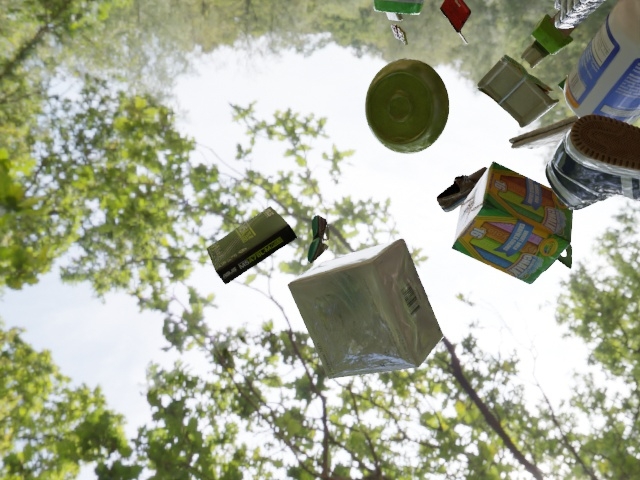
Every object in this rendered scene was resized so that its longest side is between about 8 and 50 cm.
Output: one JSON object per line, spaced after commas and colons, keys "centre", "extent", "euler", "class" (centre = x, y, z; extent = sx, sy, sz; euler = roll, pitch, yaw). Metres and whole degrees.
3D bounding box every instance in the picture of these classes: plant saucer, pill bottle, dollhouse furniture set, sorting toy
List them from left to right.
{"centre": [0.227, -0.745, 1.780], "extent": [0.046, 0.274, 0.132], "euler": [-25, -155, 2], "class": "sorting toy"}
{"centre": [0.207, -0.337, 1.462], "extent": [0.241, 0.240, 0.037], "euler": [24, -153, 29], "class": "plant saucer"}
{"centre": [0.605, -0.471, 1.572], "extent": [0.197, 0.301, 0.151], "euler": [45, -112, 1], "class": "dollhouse furniture set"}
{"centre": [0.539, -0.323, 0.969], "extent": [0.153, 0.272, 0.152], "euler": [2, -115, -4], "class": "pill bottle"}

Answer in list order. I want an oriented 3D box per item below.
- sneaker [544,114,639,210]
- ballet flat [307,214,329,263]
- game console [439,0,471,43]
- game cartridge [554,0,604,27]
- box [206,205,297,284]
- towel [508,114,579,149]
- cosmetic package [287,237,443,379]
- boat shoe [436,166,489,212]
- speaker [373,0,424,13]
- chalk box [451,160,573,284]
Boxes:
{"centre": [0.485, -0.085, 0.876], "extent": [0.283, 0.153, 0.099], "euler": [25, -109, 5], "class": "sneaker"}
{"centre": [0.000, 0.000, 1.165], "extent": [0.041, 0.041, 0.114], "euler": [7, -123, -1], "class": "ballet flat"}
{"centre": [0.488, -0.784, 2.017], "extent": [0.085, 0.124, 0.143], "euler": [-3, -126, -29], "class": "game console"}
{"centre": [0.484, -0.600, 1.051], "extent": [0.068, 0.354, 0.230], "euler": [-3, -176, 2], "class": "game cartridge"}
{"centre": [-0.157, 0.005, 1.281], "extent": [0.184, 0.045, 0.191], "euler": [-36, -158, -4], "class": "box"}
{"centre": [0.768, -0.348, 1.854], "extent": [0.187, 0.049, 0.282], "euler": [-10, 176, -42], "class": "towel"}
{"centre": [0.089, 0.142, 1.166], "extent": [0.225, 0.223, 0.138], "euler": [-19, -172, 39], "class": "cosmetic package"}
{"centre": [0.420, -0.157, 1.682], "extent": [0.066, 0.183, 0.066], "euler": [42, -169, -35], "class": "boat shoe"}
{"centre": [0.189, -0.663, 1.275], "extent": [0.131, 0.296, 0.131], "euler": [4, -155, -2], "class": "speaker"}
{"centre": [0.503, -0.029, 1.424], "extent": [0.289, 0.179, 0.180], "euler": [24, -133, 0], "class": "chalk box"}
